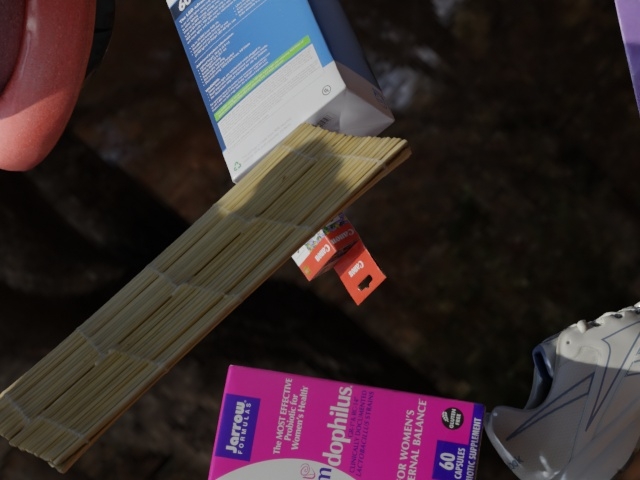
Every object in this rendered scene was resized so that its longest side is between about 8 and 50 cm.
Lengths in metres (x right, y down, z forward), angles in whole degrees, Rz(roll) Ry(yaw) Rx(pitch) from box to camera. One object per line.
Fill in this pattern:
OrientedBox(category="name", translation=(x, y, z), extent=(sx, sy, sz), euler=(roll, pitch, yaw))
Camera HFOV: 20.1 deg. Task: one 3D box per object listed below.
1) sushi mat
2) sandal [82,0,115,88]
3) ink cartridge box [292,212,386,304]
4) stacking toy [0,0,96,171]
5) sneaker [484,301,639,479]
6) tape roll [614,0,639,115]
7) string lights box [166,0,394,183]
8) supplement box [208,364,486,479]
OrientedBox(category="sushi mat", translation=(-0.086, 0.030, 1.208), extent=(0.316, 0.019, 0.151), euler=(-43, 26, -15))
OrientedBox(category="sandal", translation=(-0.200, -0.238, 1.376), extent=(0.054, 0.097, 0.254), euler=(109, 165, -79))
OrientedBox(category="ink cartridge box", translation=(0.000, 0.000, 1.454), extent=(0.029, 0.115, 0.063), euler=(-29, -11, -31))
OrientedBox(category="stacking toy", translation=(-0.227, -0.169, 0.885), extent=(0.130, 0.309, 0.279), euler=(-3, -21, -29))
OrientedBox(category="sneaker", translation=(0.270, 0.108, 1.618), extent=(0.297, 0.129, 0.111), euler=(-45, -3, -18))
OrientedBox(category="tape roll", translation=(0.249, -0.151, 1.247), extent=(0.080, 0.189, 0.189), euler=(-12, -4, 11))
OrientedBox(category="string lights box", translation=(-0.044, -0.172, 1.596), extent=(0.133, 0.259, 0.077), euler=(-38, -40, 21))
OrientedBox(category="supplement box", translation=(0.022, 0.184, 1.534), extent=(0.114, 0.220, 0.111), euler=(85, -167, -74))
